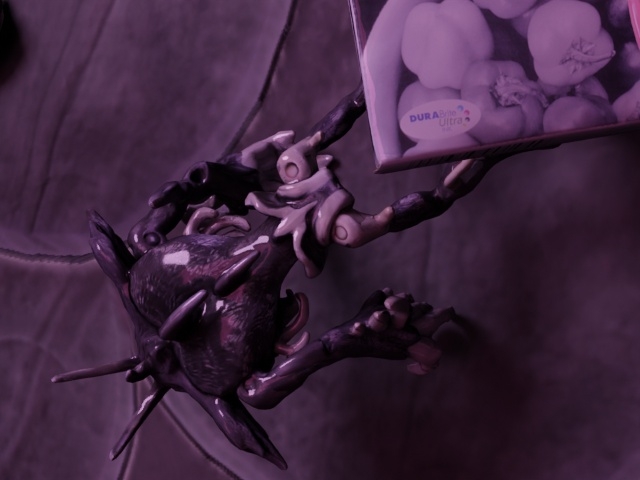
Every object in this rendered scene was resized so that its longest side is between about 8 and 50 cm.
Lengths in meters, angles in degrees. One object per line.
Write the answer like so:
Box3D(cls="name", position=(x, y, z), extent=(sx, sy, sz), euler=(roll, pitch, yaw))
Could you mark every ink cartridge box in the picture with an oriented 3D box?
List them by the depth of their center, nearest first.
Box3D(cls="ink cartridge box", position=(0.106, -0.146, 0.661), extent=(0.206, 0.045, 0.208), euler=(-10, 88, -4))

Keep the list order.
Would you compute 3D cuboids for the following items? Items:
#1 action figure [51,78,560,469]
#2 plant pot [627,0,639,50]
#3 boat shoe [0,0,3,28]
Box3D(cls="action figure", position=(0.000, 0.000, 0.776), extent=(0.275, 0.141, 0.164), euler=(-42, 72, 18))
Box3D(cls="plant pot", position=(0.235, -0.105, 0.556), extent=(0.201, 0.180, 0.201), euler=(5, 98, 37))
Box3D(cls="boat shoe", position=(-0.237, -0.109, 1.005), extent=(0.046, 0.038, 0.125), euler=(28, 126, -14))
